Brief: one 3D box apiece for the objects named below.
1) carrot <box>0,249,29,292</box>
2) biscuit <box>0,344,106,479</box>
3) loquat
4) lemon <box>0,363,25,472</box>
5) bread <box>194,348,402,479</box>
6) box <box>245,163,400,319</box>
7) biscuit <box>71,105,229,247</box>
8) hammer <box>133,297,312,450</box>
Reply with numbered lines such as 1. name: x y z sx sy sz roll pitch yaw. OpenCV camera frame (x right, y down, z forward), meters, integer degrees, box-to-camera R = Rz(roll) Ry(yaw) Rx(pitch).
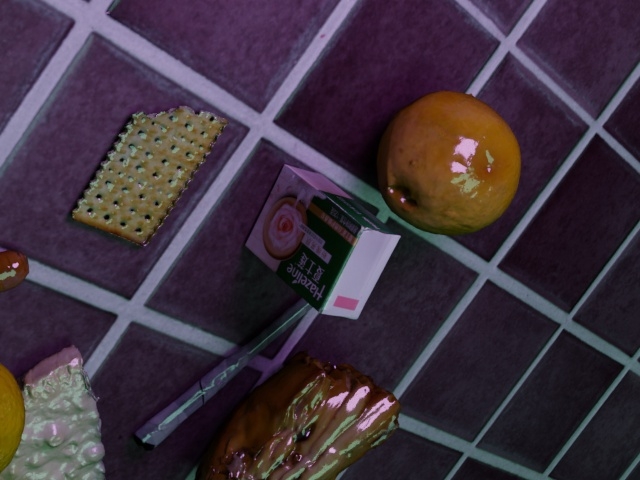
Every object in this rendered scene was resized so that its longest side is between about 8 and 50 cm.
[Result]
1. carrot: -0.450 0.062 1.409 0.216 0.048 0.048 -21 131 -21
2. biscuit: -0.369 0.286 1.602 0.179 0.084 0.281 -26 134 -23
3. loquat: 0.180 -0.111 1.672 0.208 0.208 0.208 -21 131 -27
4. lemon: -0.453 0.213 1.412 0.203 0.178 0.178 11 112 -43
5. bread: -0.050 0.287 1.770 0.324 0.277 0.167 -36 92 -5
6. box: 0.000 0.000 1.613 0.081 0.199 0.135 15 107 -42
7. biscuit: -0.218 -0.091 1.503 0.144 0.016 0.203 23 104 -46
8. hammer: -0.109 0.159 1.758 0.427 0.044 0.152 -38 137 -10
